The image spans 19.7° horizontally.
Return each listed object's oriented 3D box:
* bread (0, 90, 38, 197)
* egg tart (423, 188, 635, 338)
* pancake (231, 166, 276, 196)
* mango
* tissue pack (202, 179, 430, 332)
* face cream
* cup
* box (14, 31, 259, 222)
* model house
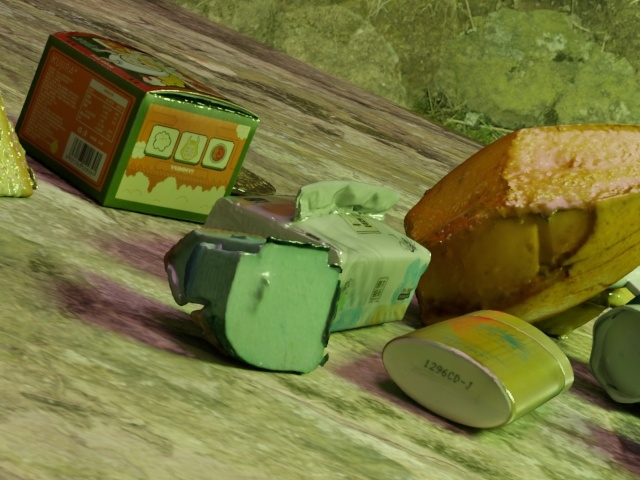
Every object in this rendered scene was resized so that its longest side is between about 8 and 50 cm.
[{"bbox_3d":[-0.350,-0.106,1.836,0.152,0.127,0.147,42,15,9],"label":"bread"},{"bbox_3d":[0.252,0.036,2.290,0.315,0.120,0.315,22,13,-5],"label":"egg tart"},{"bbox_3d":[-0.149,-0.095,2.371,0.199,0.021,0.199,22,11,-5],"label":"pancake"},{"bbox_3d":[0.253,-0.024,2.044,0.199,0.350,0.201,63,5,-78],"label":"mango"},{"bbox_3d":[0.000,0.000,1.880,0.159,0.145,0.229,27,11,23],"label":"tissue pack"},{"bbox_3d":[0.164,0.123,1.822,0.139,0.067,0.285,28,12,16],"label":"face cream"},{"bbox_3d":[0.398,0.122,2.065,0.173,0.167,0.299,0,38,-37],"label":"cup"},{"bbox_3d":[-0.208,-0.129,2.080,0.178,0.148,0.195,9,17,-46],"label":"box"},{"bbox_3d":[-0.080,0.041,1.653,0.149,0.119,0.148,19,7,43],"label":"model house"}]
